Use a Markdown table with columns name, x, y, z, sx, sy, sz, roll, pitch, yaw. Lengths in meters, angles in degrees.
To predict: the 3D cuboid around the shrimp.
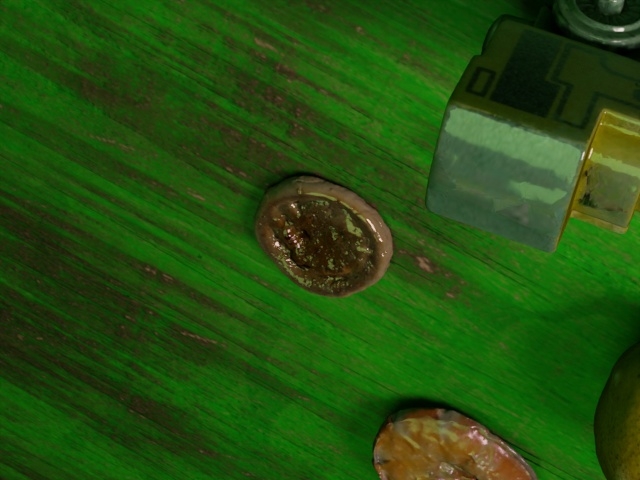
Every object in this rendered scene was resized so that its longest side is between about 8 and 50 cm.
| name | x | y | z | sx | sy | sz | roll | pitch | yaw |
| --- | --- | --- | --- | --- | --- | --- | --- | --- | --- |
| shrimp | 0.186 | 0.295 | 1.710 | 0.164 | 0.062 | 0.317 | -27 | 112 | 40 |

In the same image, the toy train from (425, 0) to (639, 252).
| name | x | y | z | sx | sy | sz | roll | pitch | yaw |
| --- | --- | --- | --- | --- | --- | --- | --- | --- | --- |
| toy train | 0.283 | -0.066 | 1.171 | 0.369 | 0.237 | 0.150 | 20 | 135 | 11 |

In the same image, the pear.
| name | x | y | z | sx | sy | sz | roll | pitch | yaw |
| --- | --- | --- | --- | --- | --- | --- | --- | --- | --- |
| pear | 0.344 | 0.178 | 1.424 | 0.198 | 0.198 | 0.198 | 16 | 136 | 15 |

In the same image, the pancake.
| name | x | y | z | sx | sy | sz | roll | pitch | yaw |
| --- | --- | --- | --- | --- | --- | --- | --- | --- | --- |
| pancake | 0.001 | -0.001 | 1.550 | 0.151 | 0.025 | 0.152 | 14 | 135 | 15 |
